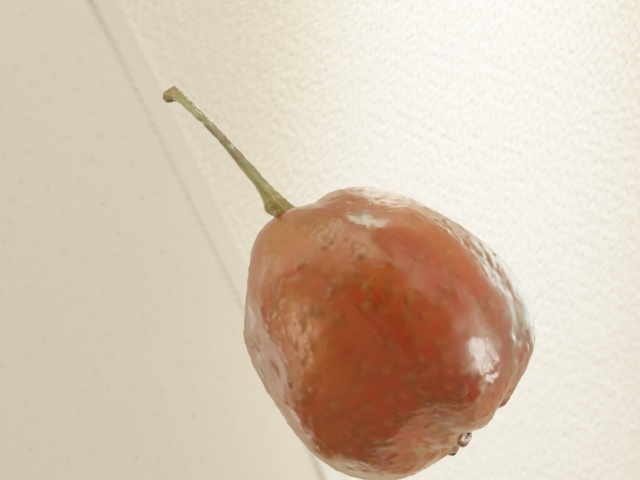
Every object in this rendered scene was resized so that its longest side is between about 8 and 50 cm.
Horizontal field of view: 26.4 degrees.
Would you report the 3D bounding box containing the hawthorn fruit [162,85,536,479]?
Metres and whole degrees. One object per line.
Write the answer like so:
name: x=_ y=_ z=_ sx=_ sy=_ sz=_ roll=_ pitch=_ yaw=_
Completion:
hawthorn fruit: x=0.000 y=0.000 z=0.783 sx=0.165 sy=0.165 sz=0.285 roll=-44 pitch=-104 yaw=33
